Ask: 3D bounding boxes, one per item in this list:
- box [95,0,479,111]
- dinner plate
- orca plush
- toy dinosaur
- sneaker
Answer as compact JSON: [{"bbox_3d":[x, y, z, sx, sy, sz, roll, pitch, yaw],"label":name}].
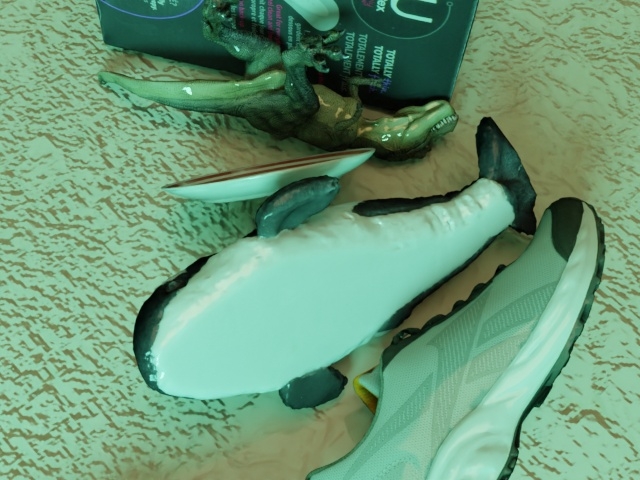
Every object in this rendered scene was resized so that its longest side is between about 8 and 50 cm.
[{"bbox_3d":[-0.016,-0.214,0.675,0.270,0.165,0.143,14,61,4],"label":"box"},{"bbox_3d":[-0.033,-0.041,0.612,0.141,0.141,0.017,-10,99,-9],"label":"dinner plate"},{"bbox_3d":[0.000,0.000,0.600,0.287,0.151,0.102,-37,38,-17],"label":"orca plush"},{"bbox_3d":[-0.034,-0.111,0.646,0.268,0.118,0.064,13,60,3],"label":"toy dinosaur"},{"bbox_3d":[0.090,0.071,0.568,0.108,0.100,0.271,28,64,18],"label":"sneaker"}]
